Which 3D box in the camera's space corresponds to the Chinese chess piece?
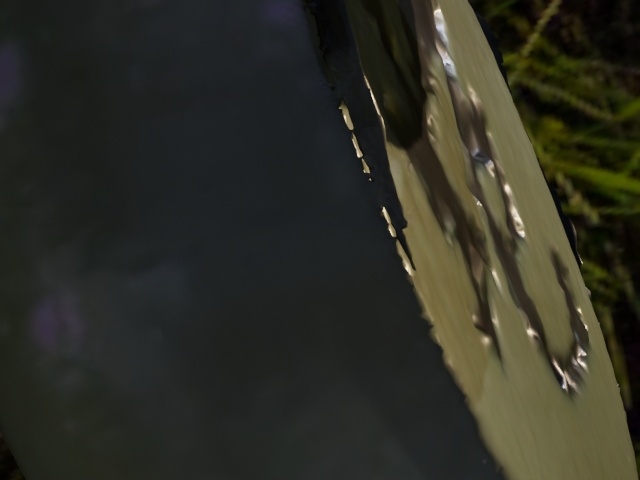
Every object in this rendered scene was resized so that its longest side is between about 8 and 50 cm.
[{"bbox_3d":[0.000,0.000,0.620,0.146,0.349,0.349,-22,93,14],"label":"Chinese chess piece"}]
